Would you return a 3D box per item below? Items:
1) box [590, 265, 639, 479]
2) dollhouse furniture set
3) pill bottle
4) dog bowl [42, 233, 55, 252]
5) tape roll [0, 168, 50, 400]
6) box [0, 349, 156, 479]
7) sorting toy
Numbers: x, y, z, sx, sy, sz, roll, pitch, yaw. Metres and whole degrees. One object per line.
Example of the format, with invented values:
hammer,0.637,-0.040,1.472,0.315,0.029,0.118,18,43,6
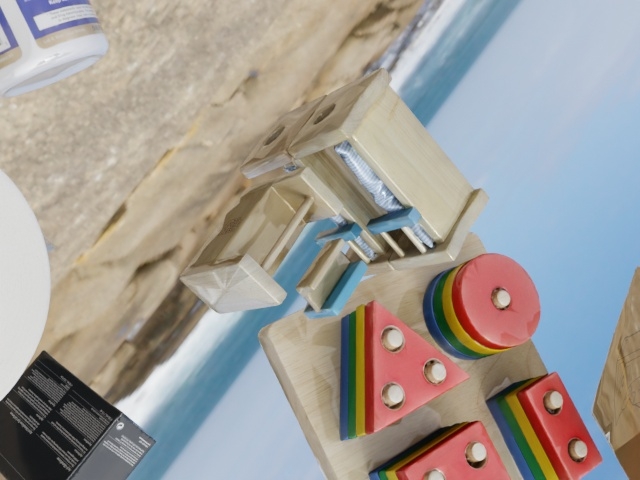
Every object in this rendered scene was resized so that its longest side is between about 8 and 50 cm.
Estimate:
box,0.298,0.122,0.778,0.201,0.021,0.164,-61,166,-79
dollhouse furniture set,0.000,0.000,0.601,0.129,0.129,0.183,-14,-145,52
pill bottle,-0.362,-0.308,0.962,0.153,0.264,0.153,-23,-171,4
dog bowl,-0.584,0.051,1.286,0.349,0.102,0.349,-26,-172,4
tape roll,-0.508,0.054,0.969,0.392,0.392,0.072,-53,-166,-18
box,-0.414,0.314,1.349,0.184,0.261,0.103,-49,134,-18
sorting toy,0.118,0.137,0.754,0.257,0.255,0.089,-23,173,-31
